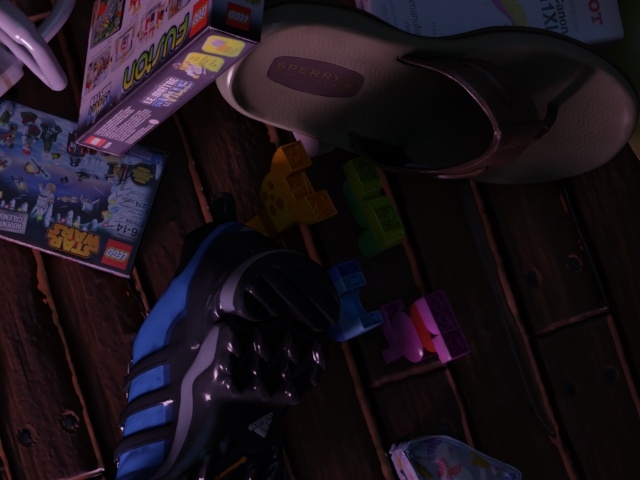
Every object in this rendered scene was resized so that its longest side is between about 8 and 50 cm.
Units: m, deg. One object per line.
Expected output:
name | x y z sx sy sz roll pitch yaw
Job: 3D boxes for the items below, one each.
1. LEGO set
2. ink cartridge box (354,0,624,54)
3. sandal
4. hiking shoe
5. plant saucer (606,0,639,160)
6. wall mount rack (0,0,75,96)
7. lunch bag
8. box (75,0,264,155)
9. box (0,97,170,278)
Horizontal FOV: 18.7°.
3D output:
LEGO set | 0.000 0.000 1.351 0.087 0.093 0.227 -18 80 -38
ink cartridge box | 0.114 -0.182 1.375 0.175 0.072 0.127 -11 85 -5
sandal | 0.075 -0.083 1.295 0.303 0.086 0.120 6 125 -23
hiking shoe | -0.086 0.129 1.324 0.113 0.132 0.304 19 103 -34
plant saucer | 0.328 -0.130 1.405 0.241 0.037 0.241 0 84 -4
wall mount rack | -0.348 -0.144 1.311 0.350 0.130 0.304 -45 73 -8
lunch bag | 0.088 0.164 1.341 0.083 0.071 0.053 29 78 -3
box | -0.099 -0.144 1.279 0.036 0.207 0.114 16 65 -26
box | -0.184 -0.038 1.361 0.137 0.027 0.094 17 84 -2
